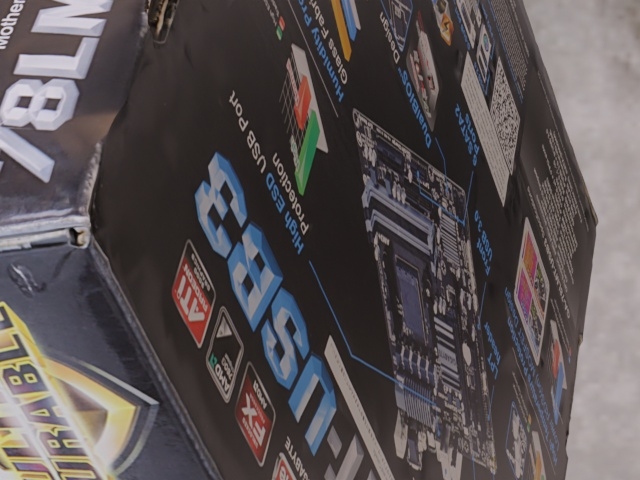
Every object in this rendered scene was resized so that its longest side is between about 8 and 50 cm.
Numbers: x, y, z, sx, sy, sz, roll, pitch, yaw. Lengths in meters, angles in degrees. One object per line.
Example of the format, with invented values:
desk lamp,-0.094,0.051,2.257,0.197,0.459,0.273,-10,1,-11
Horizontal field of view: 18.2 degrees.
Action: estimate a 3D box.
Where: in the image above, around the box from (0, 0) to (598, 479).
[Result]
box,0.000,0.000,0.533,0.073,0.295,0.293,-6,44,21
